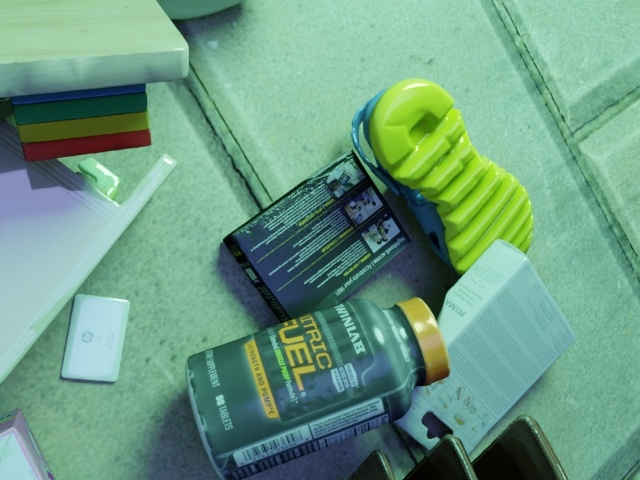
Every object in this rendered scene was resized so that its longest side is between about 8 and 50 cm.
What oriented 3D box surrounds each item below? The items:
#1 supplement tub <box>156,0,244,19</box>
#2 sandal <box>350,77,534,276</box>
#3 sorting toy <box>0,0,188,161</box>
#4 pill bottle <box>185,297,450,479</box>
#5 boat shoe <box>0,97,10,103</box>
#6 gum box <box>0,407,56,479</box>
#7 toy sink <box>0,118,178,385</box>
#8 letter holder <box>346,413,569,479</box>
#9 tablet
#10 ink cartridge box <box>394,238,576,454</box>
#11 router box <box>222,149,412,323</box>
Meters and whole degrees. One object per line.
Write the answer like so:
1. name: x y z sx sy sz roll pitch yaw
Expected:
1. supplement tub: -0.150 -0.403 0.633 0.194 0.194 0.315 -24 94 -23
2. sandal: 0.141 -0.068 0.758 0.126 0.138 0.317 -42 122 -5
3. sorting toy: -0.262 -0.148 0.496 0.257 0.255 0.089 -13 133 -23
4. pill bottle: 0.001 0.136 0.643 0.246 0.130 0.130 -19 92 -7
5. boat shoe: -0.357 -0.138 0.590 0.228 0.068 0.081 -17 51 -28
6. gum box: -0.254 0.252 0.568 0.062 0.107 0.188 -27 95 -23
7. toy sink: -0.257 -0.010 0.571 0.131 0.153 0.234 39 72 -14
8. letter holder: 0.145 0.334 0.594 0.152 0.214 0.301 8 43 -21
9. tablet: -0.226 0.098 0.651 0.054 0.006 0.083 10 80 -21
10. ink cartridge box: 0.185 0.140 0.767 0.232 0.066 0.189 -44 129 0
11. router box: 0.000 0.000 0.734 0.179 0.046 0.133 -37 99 -21
